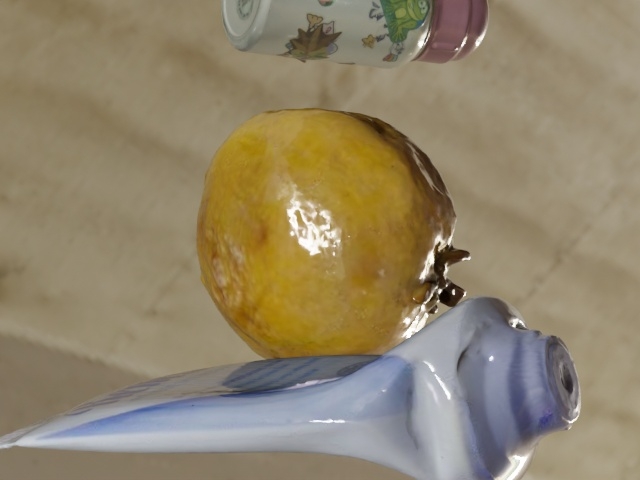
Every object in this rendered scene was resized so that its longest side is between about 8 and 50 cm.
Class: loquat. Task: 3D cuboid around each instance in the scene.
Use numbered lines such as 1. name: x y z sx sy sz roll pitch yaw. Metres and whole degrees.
1. loquat: 0.000 0.000 1.486 0.238 0.238 0.193 44 -158 19

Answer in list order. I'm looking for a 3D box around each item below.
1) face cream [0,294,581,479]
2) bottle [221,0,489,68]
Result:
1. face cream: -0.013 0.121 1.314 0.235 0.420 0.137 -17 -81 -61
2. bottle: 0.041 -0.225 1.707 0.253 0.120 0.120 3 -149 -25
